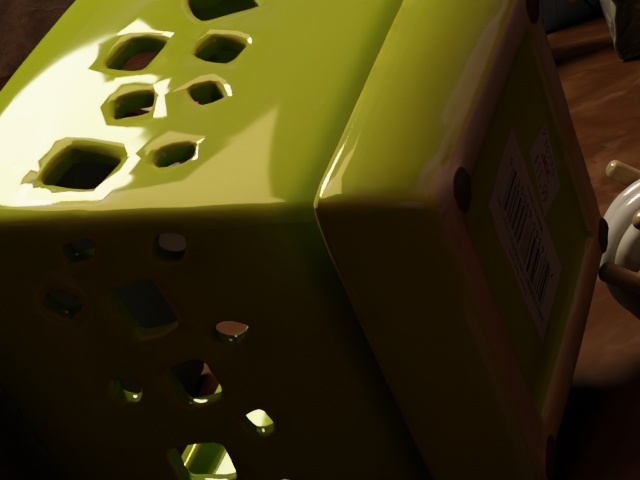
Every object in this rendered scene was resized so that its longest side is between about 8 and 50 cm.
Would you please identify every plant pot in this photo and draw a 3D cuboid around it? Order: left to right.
[{"bbox_3d":[0.000,0.000,0.616,0.207,0.228,0.227,-3,40,27],"label":"plant pot"}]

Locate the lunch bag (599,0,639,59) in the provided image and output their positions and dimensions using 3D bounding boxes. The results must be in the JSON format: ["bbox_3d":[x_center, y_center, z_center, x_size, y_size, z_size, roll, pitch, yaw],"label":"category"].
[{"bbox_3d":[0.379,-0.328,1.277,0.287,0.169,0.235,-15,48,12],"label":"lunch bag"}]

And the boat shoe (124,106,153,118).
[{"bbox_3d":[-0.251,-0.142,1.647,0.285,0.105,0.089,-7,18,36],"label":"boat shoe"}]

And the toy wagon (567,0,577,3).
[{"bbox_3d":[0.093,-0.233,1.390,0.344,0.068,0.267,-14,-13,20],"label":"toy wagon"}]

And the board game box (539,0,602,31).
[{"bbox_3d":[0.266,-0.349,1.447,0.145,0.281,0.027,-21,47,-7],"label":"board game box"}]

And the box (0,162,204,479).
[{"bbox_3d":[-0.258,0.100,0.729,0.312,0.179,0.343,-18,16,11],"label":"box"}]

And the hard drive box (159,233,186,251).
[{"bbox_3d":[-0.200,0.037,1.029,0.181,0.089,0.232,-12,18,25],"label":"hard drive box"}]

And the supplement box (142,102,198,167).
[{"bbox_3d":[-0.047,-0.094,1.236,0.220,0.111,0.114,-27,17,-26],"label":"supplement box"}]

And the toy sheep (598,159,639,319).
[{"bbox_3d":[0.180,0.003,0.697,0.091,0.091,0.132,-17,29,10],"label":"toy sheep"}]
